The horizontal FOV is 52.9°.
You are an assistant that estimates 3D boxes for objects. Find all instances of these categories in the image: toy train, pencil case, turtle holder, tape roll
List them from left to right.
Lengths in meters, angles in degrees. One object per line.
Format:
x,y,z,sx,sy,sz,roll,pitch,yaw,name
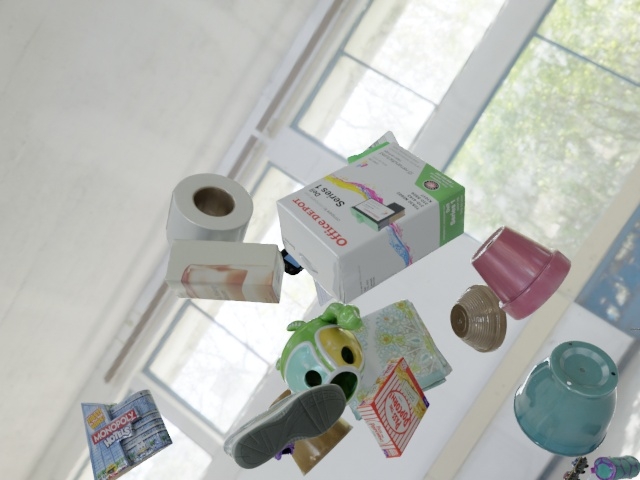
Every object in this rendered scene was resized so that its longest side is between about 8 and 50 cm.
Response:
-0.341,-0.064,1.973,0.246,0.246,0.169,-41,-18,-44,tape roll
0.036,0.343,1.865,0.320,0.227,0.243,-47,-57,0,turtle holder
0.618,0.589,1.587,0.158,0.027,0.036,-35,12,-37,toy train
0.807,0.620,1.751,0.152,0.064,0.070,12,-22,-37,pencil case

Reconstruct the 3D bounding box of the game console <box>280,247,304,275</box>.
0.000,0.000,2.110,0.361,0.213,0.044,-42,17,27,game console

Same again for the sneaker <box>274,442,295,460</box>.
-0.099,0.603,1.913,0.170,0.071,0.068,-27,-33,-55,sneaker

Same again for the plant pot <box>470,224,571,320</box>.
0.481,0.066,1.589,0.201,0.180,0.201,-48,-4,-5,plant pot

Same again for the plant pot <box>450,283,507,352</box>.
0.519,0.267,2.189,0.110,0.237,0.237,-2,-43,-22,plant pot

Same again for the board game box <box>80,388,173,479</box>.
-0.475,0.442,1.516,0.194,0.194,0.060,-34,-19,7,board game box

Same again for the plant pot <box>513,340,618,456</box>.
0.713,0.427,1.822,0.271,0.272,0.255,-45,-29,-36,plant pot

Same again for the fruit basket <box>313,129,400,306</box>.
0.097,-0.053,1.573,0.165,0.327,0.353,23,-55,-38,fruit basket

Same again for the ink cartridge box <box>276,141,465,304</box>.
0.089,-0.040,1.157,0.278,0.201,0.117,-29,-44,-21,ink cartridge box

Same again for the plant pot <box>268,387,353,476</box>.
-0.056,0.643,2.245,0.237,0.254,0.237,-42,-14,-13,plant pot

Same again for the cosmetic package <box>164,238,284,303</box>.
-0.258,0.087,1.775,0.153,0.296,0.129,76,-161,-65,cosmetic package

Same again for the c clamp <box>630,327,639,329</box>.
1.220,0.318,2.291,0.137,0.161,0.022,172,102,-72,c clamp

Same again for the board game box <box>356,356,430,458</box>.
0.177,0.393,1.525,0.045,0.146,0.193,-22,13,39,board game box

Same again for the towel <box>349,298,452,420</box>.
0.224,0.404,2.222,0.374,0.320,0.090,-22,-28,-10,towel

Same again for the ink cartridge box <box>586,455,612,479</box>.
0.861,0.717,1.943,0.109,0.063,0.150,-58,-34,6,ink cartridge box

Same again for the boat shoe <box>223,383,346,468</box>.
-0.083,0.439,1.561,0.320,0.118,0.103,-26,11,-27,boat shoe
